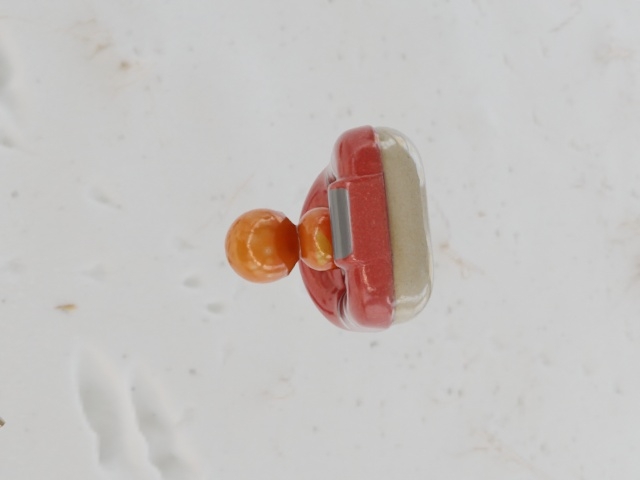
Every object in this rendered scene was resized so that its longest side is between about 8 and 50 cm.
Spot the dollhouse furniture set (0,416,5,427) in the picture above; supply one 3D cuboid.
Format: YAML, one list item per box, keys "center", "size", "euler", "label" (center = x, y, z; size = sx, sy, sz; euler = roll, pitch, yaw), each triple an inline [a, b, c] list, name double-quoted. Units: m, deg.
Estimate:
- center: [-0.533, 0.274, 1.438]
  size: [0.123, 0.144, 0.151]
  euler: [50, 23, -17]
  label: "dollhouse furniture set"

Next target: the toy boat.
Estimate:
- center: [0.000, 0.000, 0.856]
  size: [0.151, 0.231, 0.151]
  euler: [-5, 84, -3]
  label: "toy boat"
